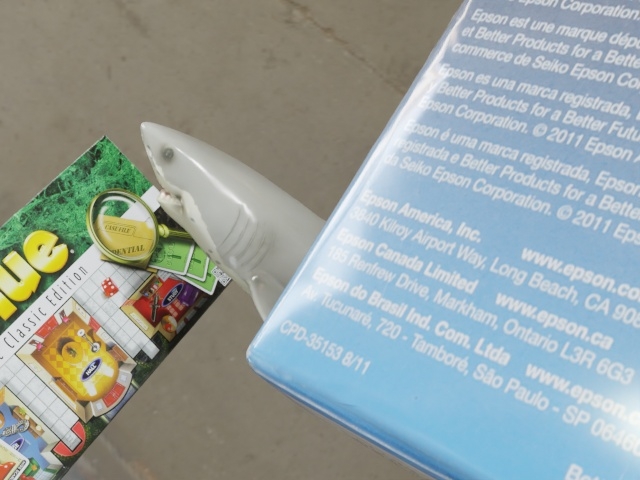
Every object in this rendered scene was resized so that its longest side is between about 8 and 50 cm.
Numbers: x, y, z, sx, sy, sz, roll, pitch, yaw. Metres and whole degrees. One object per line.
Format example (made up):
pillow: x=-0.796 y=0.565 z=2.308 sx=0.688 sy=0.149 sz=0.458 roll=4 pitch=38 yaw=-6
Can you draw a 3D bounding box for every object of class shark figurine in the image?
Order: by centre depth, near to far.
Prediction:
shark figurine: x=0.019 y=0.020 z=0.711 sx=0.116 sy=0.278 sz=0.166 roll=-43 pitch=54 yaw=2

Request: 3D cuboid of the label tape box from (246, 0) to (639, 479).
label tape box: x=0.168 y=-0.045 z=0.375 sx=0.249 sy=0.115 sz=0.347 roll=23 pitch=76 yaw=43

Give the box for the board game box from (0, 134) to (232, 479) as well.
board game box: x=-0.171 y=0.057 z=0.712 sx=0.136 sy=0.259 sz=0.030 roll=45 pitch=141 yaw=-8
